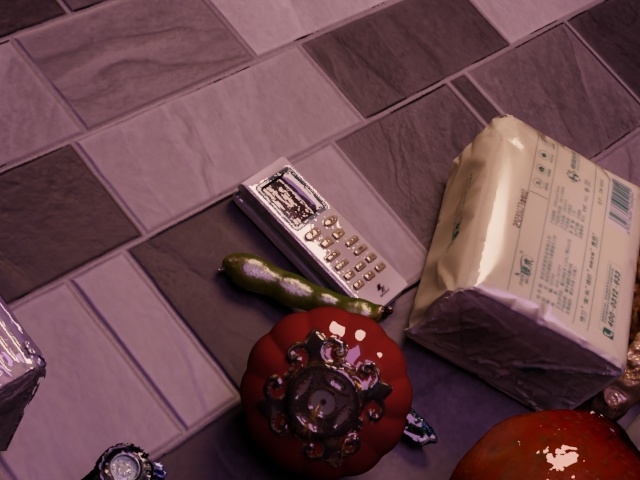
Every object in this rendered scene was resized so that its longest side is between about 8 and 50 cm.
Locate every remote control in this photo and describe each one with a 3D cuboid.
[{"bbox_3d":[0.000,0.000,1.778,0.277,0.055,0.103,46,49,8],"label":"remote control"}]

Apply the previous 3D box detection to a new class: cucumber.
[{"bbox_3d":[0.063,0.203,1.678,0.256,0.044,0.043,42,73,5],"label":"cucumber"}]

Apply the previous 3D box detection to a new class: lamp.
[{"bbox_3d":[0.008,0.199,1.554,0.227,0.227,0.227,14,53,-19],"label":"lamp"}]

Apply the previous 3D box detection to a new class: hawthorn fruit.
[{"bbox_3d":[0.302,0.359,1.542,0.316,0.316,0.316,14,53,-19],"label":"hawthorn fruit"}]

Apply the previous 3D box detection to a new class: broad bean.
[{"bbox_3d":[-0.023,0.076,1.697,0.256,0.053,0.052,19,43,3],"label":"broad bean"}]

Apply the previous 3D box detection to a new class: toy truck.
[{"bbox_3d":[-0.244,0.351,1.372,0.126,0.113,0.208,31,50,-7],"label":"toy truck"}]

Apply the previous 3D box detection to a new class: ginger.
[{"bbox_3d":[0.450,0.210,1.764,0.074,0.213,0.137,37,36,1],"label":"ginger"}]

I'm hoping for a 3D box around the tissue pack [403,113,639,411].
[{"bbox_3d":[0.320,0.034,1.821,0.297,0.207,0.380,29,50,-9],"label":"tissue pack"}]

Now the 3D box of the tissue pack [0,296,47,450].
[{"bbox_3d":[-0.469,0.082,1.356,0.125,0.242,0.344,-29,74,-37],"label":"tissue pack"}]

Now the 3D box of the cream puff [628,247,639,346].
[{"bbox_3d":[0.625,0.127,1.902,0.327,0.231,0.343,-26,73,-41],"label":"cream puff"}]

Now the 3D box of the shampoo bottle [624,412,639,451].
[{"bbox_3d":[0.566,0.336,1.696,0.266,0.273,0.273,-23,71,-46],"label":"shampoo bottle"}]
